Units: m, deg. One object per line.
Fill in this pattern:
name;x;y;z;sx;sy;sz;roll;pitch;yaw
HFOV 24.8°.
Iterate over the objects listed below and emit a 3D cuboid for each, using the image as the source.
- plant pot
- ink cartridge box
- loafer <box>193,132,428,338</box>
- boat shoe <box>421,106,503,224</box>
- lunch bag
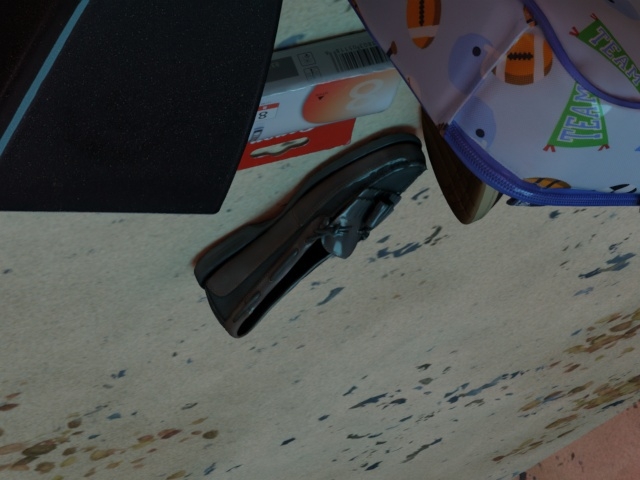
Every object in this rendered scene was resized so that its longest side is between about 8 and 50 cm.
plant pot;-0.130;-0.140;0.835;0.187;0.188;0.167;0;135;-44
ink cartridge box;-0.019;-0.096;1.197;0.145;0.045;0.179;-15;154;-17
loafer;0.000;0.000;1.376;0.267;0.084;0.096;-34;155;25
boat shoe;0.169;-0.129;1.209;0.123;0.123;0.342;-16;151;-14
lunch bag;0.146;-0.143;0.902;0.243;0.303;0.115;-2;141;-40
